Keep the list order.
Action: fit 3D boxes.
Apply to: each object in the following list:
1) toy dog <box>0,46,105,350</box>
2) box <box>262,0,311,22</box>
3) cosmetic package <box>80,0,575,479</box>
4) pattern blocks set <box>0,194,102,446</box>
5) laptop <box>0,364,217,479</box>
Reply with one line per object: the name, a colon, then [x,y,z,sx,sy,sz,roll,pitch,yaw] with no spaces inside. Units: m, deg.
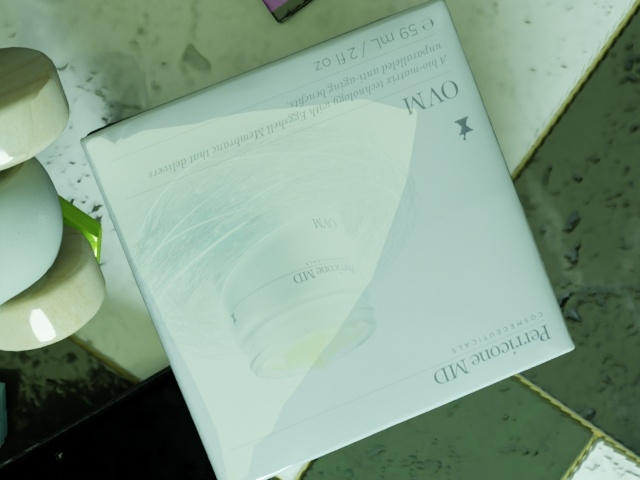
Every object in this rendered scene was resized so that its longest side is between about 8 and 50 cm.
toy dog: [-0.277,0.014,0.809,0.334,0.161,0.220,-25,115,20]
box: [-0.027,-0.237,0.931,0.116,0.029,0.162,-35,97,4]
cosmetic package: [0.000,0.000,0.891,0.224,0.138,0.224,-22,98,-5]
pattern blocks set: [-0.275,-0.015,0.902,0.285,0.026,0.325,16,122,-3]
laptop: [-0.206,0.340,0.953,0.408,0.236,0.382,-29,99,-40]
